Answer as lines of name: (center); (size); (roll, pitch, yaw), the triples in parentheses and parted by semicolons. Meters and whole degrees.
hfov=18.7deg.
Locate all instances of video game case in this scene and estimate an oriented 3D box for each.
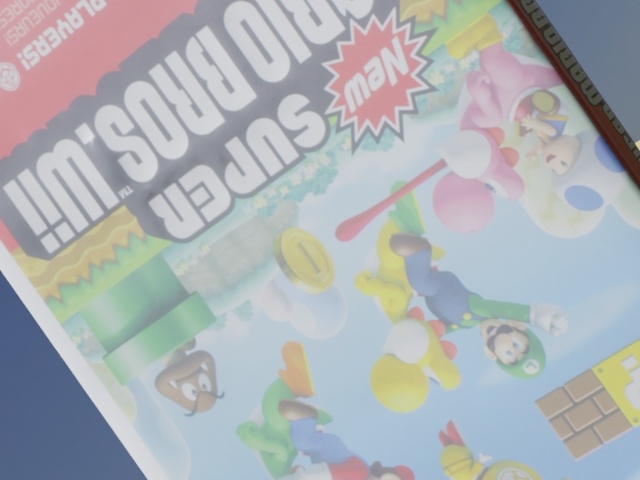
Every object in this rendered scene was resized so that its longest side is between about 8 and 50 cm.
video game case: (0.000, 0.000, 0.619); (0.204, 0.285, 0.025); (-35, 1, 27)

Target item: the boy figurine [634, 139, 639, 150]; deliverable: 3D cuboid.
boy figurine: (0.297, -0.013, 1.139); (0.177, 0.285, 0.092); (-15, 74, 59)
